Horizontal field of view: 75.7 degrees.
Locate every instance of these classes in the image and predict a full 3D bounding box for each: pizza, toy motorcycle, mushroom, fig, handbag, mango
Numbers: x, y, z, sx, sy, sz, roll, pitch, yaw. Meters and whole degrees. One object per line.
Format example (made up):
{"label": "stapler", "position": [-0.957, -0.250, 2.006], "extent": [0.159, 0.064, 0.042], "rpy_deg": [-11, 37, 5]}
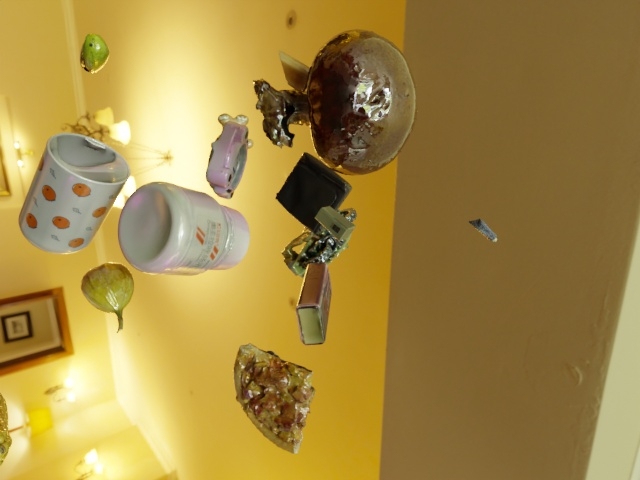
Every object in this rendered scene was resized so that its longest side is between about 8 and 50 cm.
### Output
{"label": "pizza", "position": [-0.143, 0.517, 1.362], "extent": [0.278, 0.114, 0.408], "rpy_deg": [-20, -82, 14]}
{"label": "toy motorcycle", "position": [0.000, 0.000, 1.660], "extent": [0.237, 0.410, 0.168], "rpy_deg": [-26, -73, 36]}
{"label": "mushroom", "position": [0.063, -0.325, 1.057], "extent": [0.356, 0.334, 0.330], "rpy_deg": [-13, -80, 52]}
{"label": "fig", "position": [-0.676, 0.191, 1.333], "extent": [0.257, 0.159, 0.159], "rpy_deg": [57, -44, 33]}
{"label": "handbag", "position": [-0.025, -0.170, 1.490], "extent": [0.247, 0.080, 0.223], "rpy_deg": [42, -73, 25]}
{"label": "mango", "position": [-0.705, -0.579, 1.288], "extent": [0.165, 0.074, 0.091], "rpy_deg": [-14, -124, 59]}

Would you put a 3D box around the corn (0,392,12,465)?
{"label": "corn", "position": [-0.621, 0.343, 0.746], "extent": [0.313, 0.102, 0.101], "rpy_deg": [-2, -82, 54]}

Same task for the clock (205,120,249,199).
{"label": "clock", "position": [-0.313, -0.261, 1.409], "extent": [0.248, 0.090, 0.227], "rpy_deg": [112, -4, -74]}

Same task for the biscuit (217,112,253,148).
{"label": "biscuit", "position": [-0.379, -0.450, 1.852], "extent": [0.035, 0.158, 0.240], "rpy_deg": [-169, -110, -67]}

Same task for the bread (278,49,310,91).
{"label": "bread", "position": [-0.068, -0.416, 1.018], "extent": [0.103, 0.049, 0.062], "rpy_deg": [31, -57, 2]}

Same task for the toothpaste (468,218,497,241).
{"label": "toothpaste", "position": [0.343, -0.021, 0.859], "extent": [0.027, 0.083, 0.019], "rpy_deg": [-18, -136, 49]}

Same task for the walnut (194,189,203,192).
{"label": "walnut", "position": [-0.489, -0.084, 1.540], "extent": [0.228, 0.228, 0.227], "rpy_deg": [16, -69, 47]}

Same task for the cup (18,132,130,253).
{"label": "cup", "position": [-0.720, -0.117, 1.190], "extent": [0.317, 0.212, 0.212], "rpy_deg": [-49, -119, 24]}

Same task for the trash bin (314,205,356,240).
{"label": "trash bin", "position": [0.038, -0.046, 1.071], "extent": [0.092, 0.061, 0.043], "rpy_deg": [40, -64, 16]}

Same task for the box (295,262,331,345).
{"label": "box", "position": [-0.013, 0.156, 1.061], "extent": [0.069, 0.224, 0.120], "rpy_deg": [-5, -66, 7]}

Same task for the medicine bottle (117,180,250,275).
{"label": "medicine bottle", "position": [-0.365, -0.022, 1.147], "extent": [0.241, 0.302, 0.241], "rpy_deg": [-3, -97, 27]}
